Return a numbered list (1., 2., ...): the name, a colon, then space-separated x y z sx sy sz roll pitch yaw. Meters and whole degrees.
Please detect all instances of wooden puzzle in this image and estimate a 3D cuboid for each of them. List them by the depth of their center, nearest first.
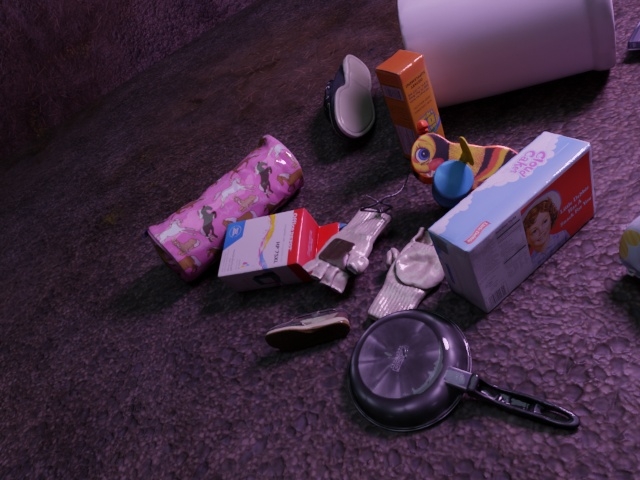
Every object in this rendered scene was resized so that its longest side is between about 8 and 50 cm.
1. wooden puzzle: 0.000 0.000 1.118 0.079 0.014 0.116 14 55 41

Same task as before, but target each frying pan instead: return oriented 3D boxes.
1. frying pan: 0.161 0.212 0.754 0.197 0.053 0.326 -45 43 -6

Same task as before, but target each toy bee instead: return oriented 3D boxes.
1. toy bee: 0.230 -0.146 0.971 0.299 0.195 0.162 -1 82 -12

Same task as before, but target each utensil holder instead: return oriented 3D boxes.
1. utensil holder: 0.398 -0.485 1.153 0.386 0.327 0.327 -9 43 26

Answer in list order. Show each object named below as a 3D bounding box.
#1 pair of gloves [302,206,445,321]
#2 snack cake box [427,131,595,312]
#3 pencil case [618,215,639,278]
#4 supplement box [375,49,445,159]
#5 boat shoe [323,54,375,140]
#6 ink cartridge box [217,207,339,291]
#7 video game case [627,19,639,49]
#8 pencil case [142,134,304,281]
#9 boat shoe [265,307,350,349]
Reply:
1. pair of gloves: 0.108 0.035 0.964 0.240 0.042 0.204 27 64 36
2. snack cake box: 0.310 -0.031 0.843 0.264 0.152 0.089 -39 39 -11
3. pencil case: 0.495 0.063 0.653 0.124 0.113 0.273 -33 37 12
4. supplement box: 0.196 -0.275 1.120 0.078 0.233 0.080 -41 43 -14
5. boat shoe: 0.061 -0.358 1.403 0.113 0.127 0.339 -39 36 39
6. ink cartridge box: -0.083 0.018 1.082 0.231 0.078 0.134 -11 54 23
7. video game case: 0.798 -0.452 1.066 0.274 0.026 0.196 14 54 40
8. pencil case: -0.211 -0.079 1.229 0.386 0.160 0.167 -41 75 -14
9. boat shoe: -0.022 0.154 0.935 0.152 0.056 0.049 -10 36 9
